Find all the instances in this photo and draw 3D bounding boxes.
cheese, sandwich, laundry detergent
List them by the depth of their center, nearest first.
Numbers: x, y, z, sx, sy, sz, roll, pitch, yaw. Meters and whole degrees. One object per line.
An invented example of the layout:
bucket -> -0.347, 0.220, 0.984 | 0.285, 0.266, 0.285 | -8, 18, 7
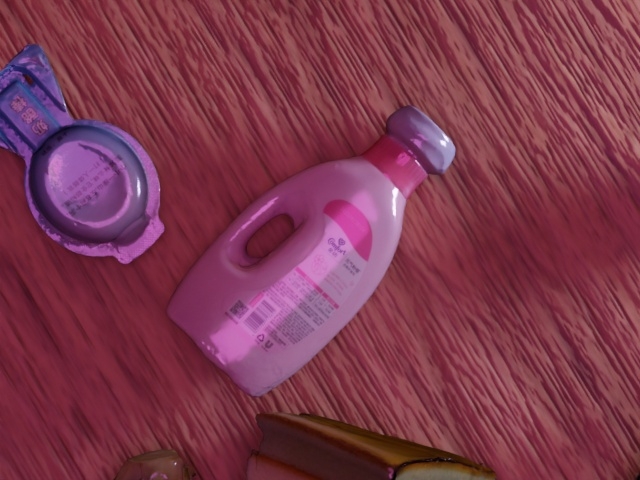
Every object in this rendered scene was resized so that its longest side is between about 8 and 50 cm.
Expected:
sandwich -> 0.041, 0.269, 1.728 | 0.198, 0.227, 0.155 | 16, 89, 35
laundry detergent -> 0.000, 0.000, 1.746 | 0.159, 0.088, 0.335 | 44, 86, 1
cheese -> -0.262, -0.081, 1.761 | 0.135, 0.052, 0.245 | -42, 88, -5

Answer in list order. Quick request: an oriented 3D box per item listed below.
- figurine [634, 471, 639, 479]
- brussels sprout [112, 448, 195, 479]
figurine -> 0.460, 0.245, 1.712 | 0.370, 0.167, 0.281 | -33, 63, -11
brussels sprout -> -0.164, 0.310, 1.704 | 0.145, 0.131, 0.183 | -32, 93, -8
